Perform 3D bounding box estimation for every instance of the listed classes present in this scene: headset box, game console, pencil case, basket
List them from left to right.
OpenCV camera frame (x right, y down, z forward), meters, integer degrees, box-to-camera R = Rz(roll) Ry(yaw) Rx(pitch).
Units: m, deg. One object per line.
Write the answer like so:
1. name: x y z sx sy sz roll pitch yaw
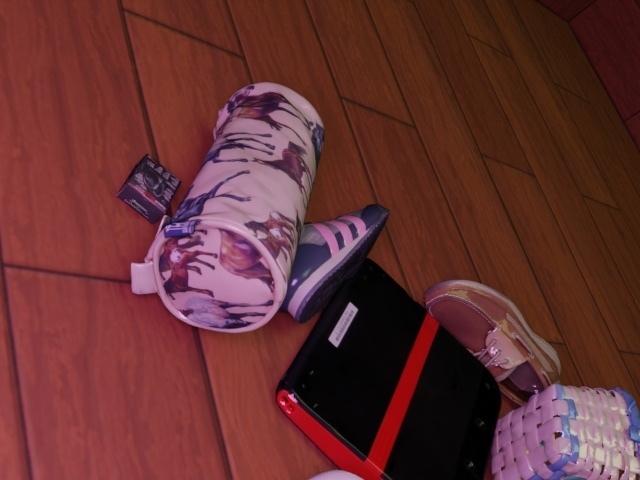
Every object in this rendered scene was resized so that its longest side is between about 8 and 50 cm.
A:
1. headset box: -0.226 -0.066 1.128 0.062 0.032 0.083 40 36 -19
2. pencil case: -0.104 -0.062 1.138 0.183 0.160 0.410 13 35 0
3. game console: 0.119 0.230 1.267 0.342 0.060 0.386 42 33 -5
4. basket: 0.427 0.353 1.351 0.288 0.255 0.201 15 50 -19

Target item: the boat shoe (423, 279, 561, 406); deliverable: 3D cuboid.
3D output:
1. boat shoe: 0.305 0.185 1.470 0.324 0.123 0.116 36 39 -21

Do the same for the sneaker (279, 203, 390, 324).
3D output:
1. sneaker: 0.000 0.000 1.271 0.131 0.112 0.319 32 30 12

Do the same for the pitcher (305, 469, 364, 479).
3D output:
1. pitcher: -0.031 0.337 0.929 0.177 0.125 0.207 37 45 4
